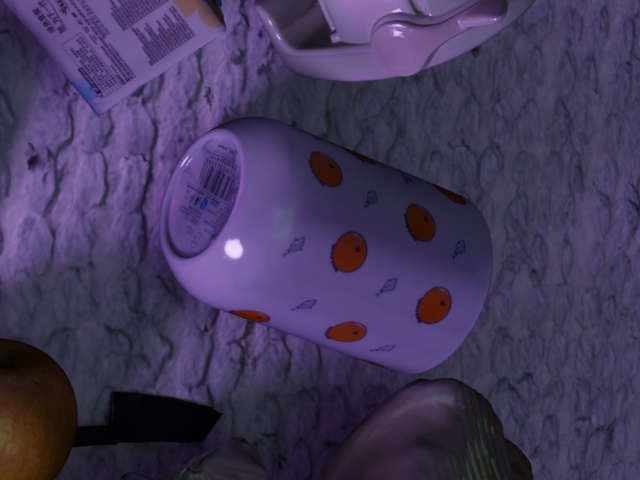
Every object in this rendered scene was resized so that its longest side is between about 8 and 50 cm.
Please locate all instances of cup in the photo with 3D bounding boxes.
[{"bbox_3d":[0.000,0.000,1.498,0.317,0.212,0.212,22,83,-36],"label":"cup"}]

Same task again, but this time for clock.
[{"bbox_3d":[0.110,-0.278,1.468,0.265,0.324,0.109,-42,119,-26],"label":"clock"}]

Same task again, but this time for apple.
[{"bbox_3d":[-0.319,0.176,1.314,0.182,0.182,0.155,5,105,-37],"label":"apple"}]

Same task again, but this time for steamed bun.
[{"bbox_3d":[0.098,0.333,1.598,0.310,0.219,0.324,59,42,-29],"label":"steamed bun"}]

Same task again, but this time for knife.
[{"bbox_3d":[-0.198,0.190,1.498,0.230,0.028,0.060,5,82,-39],"label":"knife"}]

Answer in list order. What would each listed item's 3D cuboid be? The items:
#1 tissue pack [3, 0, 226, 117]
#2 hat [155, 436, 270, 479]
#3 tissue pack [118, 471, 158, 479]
[{"bbox_3d":[-0.221,-0.269,1.356,0.159,0.145,0.229,-33,119,8],"label":"tissue pack"},{"bbox_3d":[-0.116,0.342,1.510,0.219,0.164,0.226,-28,91,-29],"label":"hat"},{"bbox_3d":[-0.126,0.461,1.396,0.288,0.124,0.394,17,100,4],"label":"tissue pack"}]
